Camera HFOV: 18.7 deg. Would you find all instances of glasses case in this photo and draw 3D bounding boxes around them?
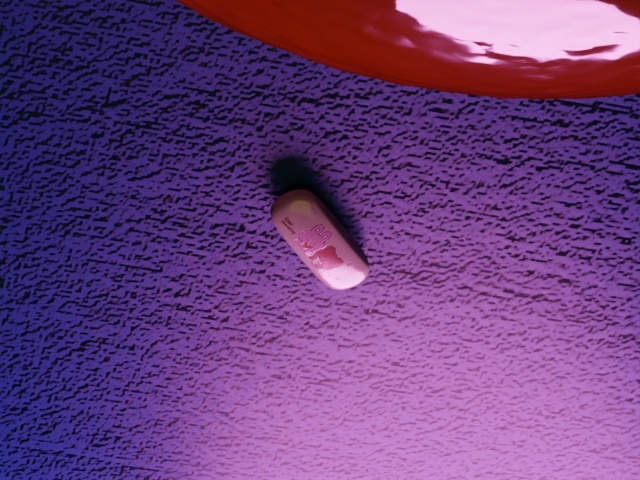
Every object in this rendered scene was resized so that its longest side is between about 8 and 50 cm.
[{"bbox_3d":[0.000,0.000,1.212,0.032,0.021,0.083,-26,127,19],"label":"glasses case"}]

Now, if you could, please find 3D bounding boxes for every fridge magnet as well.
[{"bbox_3d":[0.026,-0.158,0.907,0.364,0.363,0.155,19,89,-19],"label":"fridge magnet"}]
